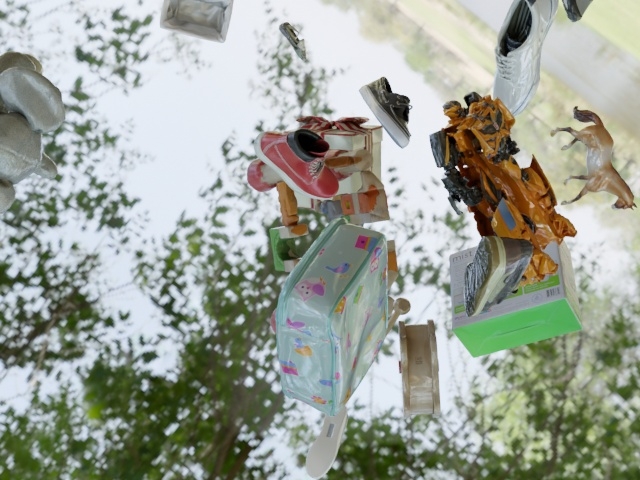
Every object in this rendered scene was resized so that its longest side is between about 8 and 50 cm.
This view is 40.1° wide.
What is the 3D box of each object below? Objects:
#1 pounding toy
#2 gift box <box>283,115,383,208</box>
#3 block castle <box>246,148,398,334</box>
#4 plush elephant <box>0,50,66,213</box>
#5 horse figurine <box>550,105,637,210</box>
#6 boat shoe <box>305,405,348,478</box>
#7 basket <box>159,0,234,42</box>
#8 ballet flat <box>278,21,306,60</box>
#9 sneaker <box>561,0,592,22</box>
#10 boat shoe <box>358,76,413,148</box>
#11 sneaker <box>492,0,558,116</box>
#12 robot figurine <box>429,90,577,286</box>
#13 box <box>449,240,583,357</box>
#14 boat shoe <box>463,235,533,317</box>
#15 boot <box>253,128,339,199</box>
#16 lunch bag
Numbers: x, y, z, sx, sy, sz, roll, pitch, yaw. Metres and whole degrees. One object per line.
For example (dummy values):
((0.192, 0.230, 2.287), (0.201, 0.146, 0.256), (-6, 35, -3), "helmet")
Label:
((0.173, 0.249, 1.863), (0.154, 0.270, 0.154), (-3, -177, 4), "pounding toy")
((0.042, -0.231, 2.551), (0.255, 0.258, 0.276), (4, -166, 21), "gift box")
((0.000, 0.000, 2.196), (0.302, 0.454, 0.212), (-11, -177, -28), "block castle")
((-0.567, -0.189, 1.539), (0.255, 0.272, 0.330), (41, -179, 8), "plush elephant")
((0.625, -0.189, 2.029), (0.066, 0.264, 0.174), (-6, 179, -38), "horse figurine")
((0.019, 0.464, 2.026), (0.066, 0.184, 0.063), (6, 154, 21), "boat shoe")
((-0.307, -0.564, 2.179), (0.167, 0.113, 0.103), (12, -167, -10), "basket")
((-0.065, -0.531, 2.324), (0.114, 0.041, 0.041), (52, -168, -12), "ballet flat")
((0.616, -0.609, 1.961), (0.108, 0.272, 0.100), (16, 163, 40), "sneaker")
((0.145, -0.264, 1.753), (0.080, 0.076, 0.228), (48, -170, -32), "boat shoe")
((0.356, -0.344, 1.618), (0.091, 0.258, 0.094), (-20, -139, -36), "sneaker")
((0.274, -0.089, 1.316), (0.291, 0.085, 0.211), (57, -136, -15), "robot figurine")
((0.433, 0.109, 1.978), (0.127, 0.261, 0.231), (51, -150, -36), "box")
((0.253, 0.056, 1.257), (0.224, 0.073, 0.080), (90, 177, -66), "boat shoe")
((-0.009, -0.166, 1.948), (0.176, 0.089, 0.244), (1, 154, 48), "boot")
((0.025, 0.117, 1.339), (0.107, 0.279, 0.224), (18, -131, 19), "lunch bag")
